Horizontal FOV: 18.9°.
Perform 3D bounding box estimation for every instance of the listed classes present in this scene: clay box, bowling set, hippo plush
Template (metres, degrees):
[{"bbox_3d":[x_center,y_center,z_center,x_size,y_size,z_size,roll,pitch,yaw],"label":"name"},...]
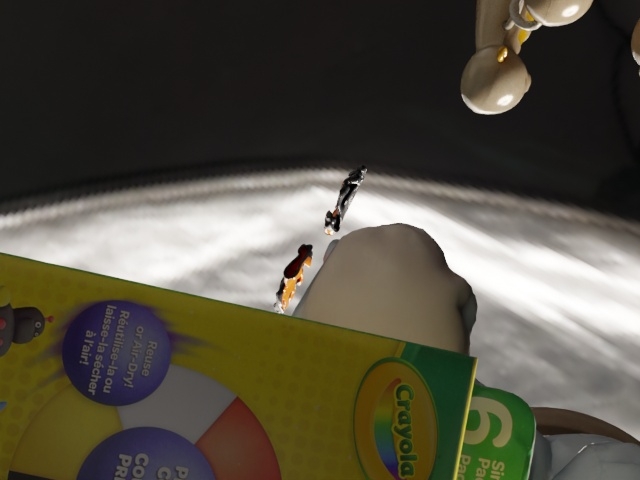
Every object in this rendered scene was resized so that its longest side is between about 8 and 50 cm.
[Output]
[{"bbox_3d":[-0.044,0.082,0.591,0.222,0.053,0.127,12,77,-4],"label":"clay box"},{"bbox_3d":[0.203,-0.166,1.060,0.287,0.199,0.154,108,-4,-66],"label":"bowling set"},{"bbox_3d":[0.053,0.146,0.866,0.236,0.294,0.234,32,85,0],"label":"hippo plush"}]

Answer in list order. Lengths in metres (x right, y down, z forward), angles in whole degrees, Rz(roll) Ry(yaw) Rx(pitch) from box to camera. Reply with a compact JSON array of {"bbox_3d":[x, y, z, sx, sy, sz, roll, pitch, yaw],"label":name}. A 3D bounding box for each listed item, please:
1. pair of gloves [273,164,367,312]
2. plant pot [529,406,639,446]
[{"bbox_3d":[0.000,0.000,1.005,0.083,0.010,0.074,-57,176,-19],"label":"pair of gloves"},{"bbox_3d":[0.161,0.234,1.339,0.263,0.263,0.229,-48,171,-10],"label":"plant pot"}]
